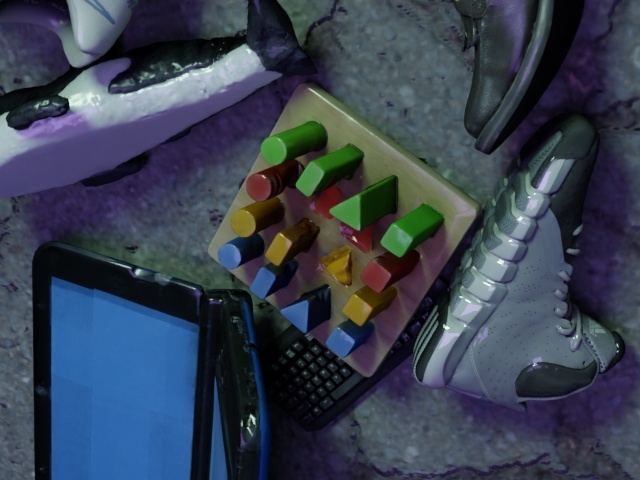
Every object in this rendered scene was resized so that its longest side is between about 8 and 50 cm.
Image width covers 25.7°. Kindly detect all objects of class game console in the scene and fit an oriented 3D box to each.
[{"bbox_3d":[-0.141,0.183,1.084,0.173,0.250,0.293,0,120,-9],"label":"game console"}]

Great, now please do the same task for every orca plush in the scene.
[{"bbox_3d":[-0.153,-0.124,1.011,0.287,0.151,0.102,-26,69,29],"label":"orca plush"}]

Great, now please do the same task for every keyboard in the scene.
[{"bbox_3d":[0.014,0.065,1.071,0.108,0.023,0.180,46,117,-2],"label":"keyboard"}]

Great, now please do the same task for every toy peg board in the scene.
[{"bbox_3d":[0.000,0.000,0.999,0.161,0.079,0.160,37,116,13],"label":"toy peg board"}]

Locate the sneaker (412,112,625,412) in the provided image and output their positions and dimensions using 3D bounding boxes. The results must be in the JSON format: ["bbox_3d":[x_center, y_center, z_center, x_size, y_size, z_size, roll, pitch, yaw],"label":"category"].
[{"bbox_3d":[0.167,0.027,0.978,0.132,0.086,0.228,25,118,-6],"label":"sneaker"}]

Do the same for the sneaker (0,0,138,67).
[{"bbox_3d":[-0.245,-0.215,0.908,0.297,0.129,0.111,21,158,-15],"label":"sneaker"}]

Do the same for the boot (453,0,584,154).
[{"bbox_3d":[0.063,-0.208,0.917,0.229,0.091,0.263,20,113,17],"label":"boot"}]
